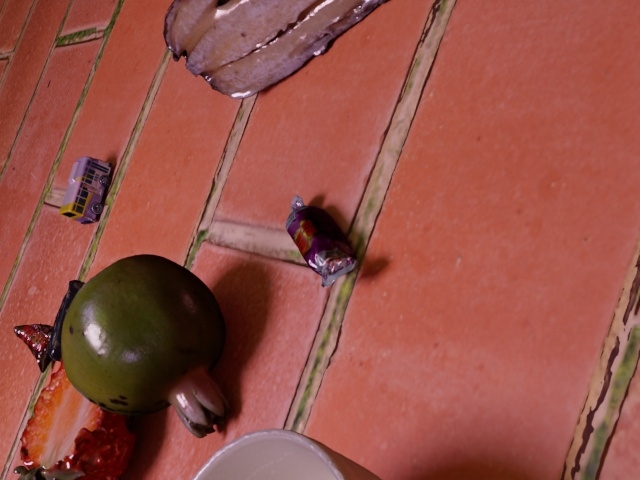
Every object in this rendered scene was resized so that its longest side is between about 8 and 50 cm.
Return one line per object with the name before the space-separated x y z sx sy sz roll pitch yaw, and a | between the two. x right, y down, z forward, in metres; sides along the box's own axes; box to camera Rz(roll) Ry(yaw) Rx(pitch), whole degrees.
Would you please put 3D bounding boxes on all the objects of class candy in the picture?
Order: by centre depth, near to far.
candy | 0.000 0.000 0.923 0.045 0.043 0.175 -58 30 15

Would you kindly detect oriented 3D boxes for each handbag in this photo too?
handbag | -0.343 0.126 1.317 0.139 0.072 0.115 -29 48 60

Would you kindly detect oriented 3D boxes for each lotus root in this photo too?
lotus root | -0.043 -0.289 1.070 0.329 0.167 0.078 -23 37 38

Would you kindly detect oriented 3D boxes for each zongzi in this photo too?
zongzi | -0.409 0.147 1.414 0.073 0.067 0.083 -45 56 11

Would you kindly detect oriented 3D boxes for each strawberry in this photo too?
strawberry | -0.271 0.215 1.125 0.188 0.106 0.286 -20 42 43

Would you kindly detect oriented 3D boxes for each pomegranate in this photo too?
pomegranate | -0.173 0.119 0.997 0.210 0.180 0.180 49 114 23

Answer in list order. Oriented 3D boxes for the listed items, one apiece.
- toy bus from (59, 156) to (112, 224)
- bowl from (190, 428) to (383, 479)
toy bus | -0.372 -0.082 1.482 0.052 0.058 0.102 -8 64 52
bowl | -0.008 0.282 0.664 0.277 0.145 0.277 -33 47 43
